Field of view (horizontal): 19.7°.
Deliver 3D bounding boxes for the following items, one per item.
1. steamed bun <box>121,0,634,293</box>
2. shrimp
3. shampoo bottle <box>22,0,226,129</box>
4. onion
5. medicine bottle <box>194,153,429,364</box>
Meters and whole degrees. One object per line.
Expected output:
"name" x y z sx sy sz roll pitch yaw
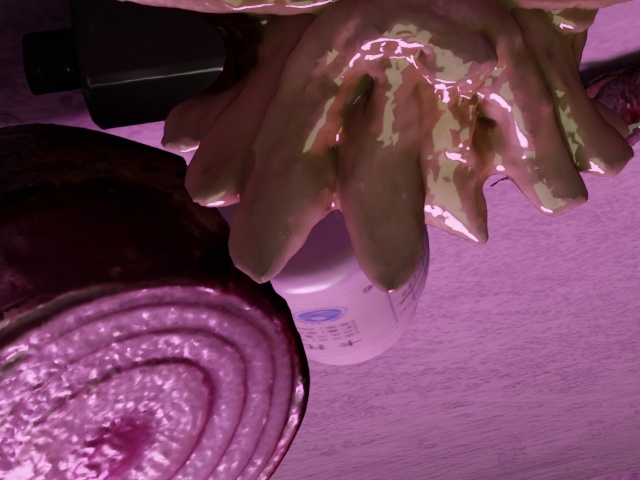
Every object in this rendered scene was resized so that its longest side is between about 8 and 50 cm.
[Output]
"steamed bun" 0.040 -0.120 0.959 0.428 0.247 0.189 -9 138 -16
"shrimp" 0.207 -0.089 1.455 0.190 0.073 0.075 -34 108 33
"shampoo bottle" -0.067 -0.130 1.180 0.246 0.079 0.080 -8 160 -2
"onion" -0.172 0.051 1.231 0.282 0.260 0.336 -41 141 7
"medicine bottle" 0.000 0.000 1.460 0.170 0.170 0.293 -11 163 4
